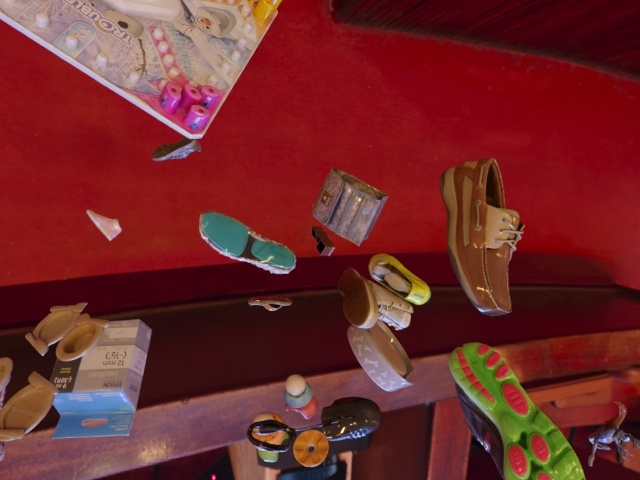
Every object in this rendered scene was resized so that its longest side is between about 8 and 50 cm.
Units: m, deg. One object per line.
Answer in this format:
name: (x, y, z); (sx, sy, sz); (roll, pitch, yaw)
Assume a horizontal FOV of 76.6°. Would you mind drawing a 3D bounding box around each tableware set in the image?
tableware set: (-0.322, 0.138, 0.462); (0.168, 0.141, 0.020); (-59, 142, -37)

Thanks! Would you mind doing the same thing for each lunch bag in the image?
lunch bag: (0.113, -0.155, 1.772); (0.287, 0.169, 0.235); (31, 116, 14)

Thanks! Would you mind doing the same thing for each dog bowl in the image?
dog bowl: (0.242, 0.453, 1.649); (0.102, 0.348, 0.348); (-39, 111, 13)

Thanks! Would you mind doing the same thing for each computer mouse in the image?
computer mouse: (-0.008, 0.323, 0.715); (0.243, 0.041, 0.071); (-8, 59, -9)

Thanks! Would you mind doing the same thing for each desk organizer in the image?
desk organizer: (0.000, 0.000, 1.593); (0.050, 0.130, 0.047); (7, 128, -41)

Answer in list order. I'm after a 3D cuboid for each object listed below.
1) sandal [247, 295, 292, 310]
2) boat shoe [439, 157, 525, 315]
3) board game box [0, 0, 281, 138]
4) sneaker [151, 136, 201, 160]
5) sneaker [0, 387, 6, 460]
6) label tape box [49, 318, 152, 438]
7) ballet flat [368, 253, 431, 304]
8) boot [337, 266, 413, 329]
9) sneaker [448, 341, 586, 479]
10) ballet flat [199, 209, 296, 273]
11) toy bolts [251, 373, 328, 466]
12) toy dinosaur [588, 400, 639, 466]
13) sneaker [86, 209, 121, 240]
sandal: (-0.188, 0.239, 1.524); (0.180, 0.072, 0.048); (-4, 96, 19)
boat shoe: (0.317, -0.023, 0.777); (0.123, 0.120, 0.323); (18, 58, -40)
board game box: (-0.273, -0.399, 0.608); (0.390, 0.050, 0.389); (32, 54, -22)
sneaker: (-0.534, -0.325, 1.508); (0.189, 0.066, 0.071); (-16, 149, 12)
sneaker: (-0.923, 0.487, 1.112); (0.102, 0.282, 0.160); (15, 90, -44)
label tape box: (-0.722, 0.441, 1.315); (0.250, 0.347, 0.115); (-4, 145, 2)
ballet flat: (0.179, 0.088, 1.025); (0.077, 0.231, 0.077); (12, 105, -35)
boot: (0.128, 0.145, 0.867); (0.165, 0.213, 0.077); (31, 101, -15)
sneaker: (0.495, 0.498, 1.040); (0.186, 0.482, 0.202); (-19, 141, 3)
ballet flat: (-0.288, 0.029, 1.544); (0.409, 0.147, 0.146); (29, 88, -21)
toy bolts: (-0.072, 0.509, 1.170); (0.228, 0.219, 0.158); (-61, 152, -44)
toy dinosaur: (0.385, 0.257, 0.536); (0.047, 0.082, 0.090); (11, 77, 5)
sneaker: (-0.792, -0.071, 1.492); (0.070, 0.051, 0.134); (-42, 101, -24)
